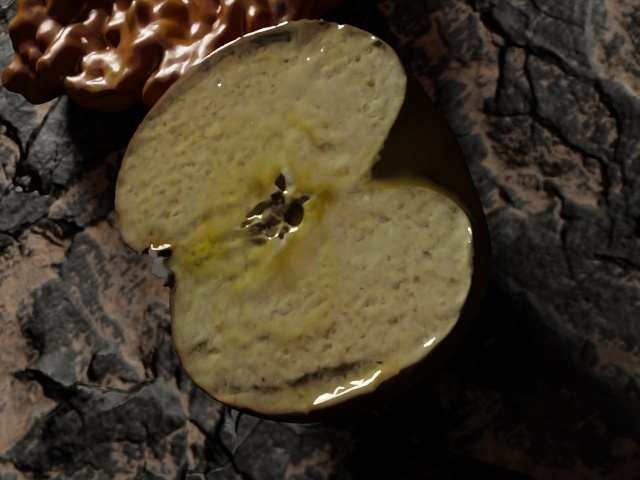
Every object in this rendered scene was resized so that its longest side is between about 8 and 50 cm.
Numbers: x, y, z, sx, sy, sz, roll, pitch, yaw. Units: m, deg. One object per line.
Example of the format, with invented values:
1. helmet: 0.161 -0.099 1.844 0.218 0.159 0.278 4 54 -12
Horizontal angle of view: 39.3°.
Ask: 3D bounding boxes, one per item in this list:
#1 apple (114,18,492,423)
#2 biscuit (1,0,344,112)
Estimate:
1. apple: 0.000 0.000 0.690 0.251 0.163 0.292 -24 65 14
2. biscuit: -0.130 -0.257 0.847 0.312 0.110 0.318 9 76 21
